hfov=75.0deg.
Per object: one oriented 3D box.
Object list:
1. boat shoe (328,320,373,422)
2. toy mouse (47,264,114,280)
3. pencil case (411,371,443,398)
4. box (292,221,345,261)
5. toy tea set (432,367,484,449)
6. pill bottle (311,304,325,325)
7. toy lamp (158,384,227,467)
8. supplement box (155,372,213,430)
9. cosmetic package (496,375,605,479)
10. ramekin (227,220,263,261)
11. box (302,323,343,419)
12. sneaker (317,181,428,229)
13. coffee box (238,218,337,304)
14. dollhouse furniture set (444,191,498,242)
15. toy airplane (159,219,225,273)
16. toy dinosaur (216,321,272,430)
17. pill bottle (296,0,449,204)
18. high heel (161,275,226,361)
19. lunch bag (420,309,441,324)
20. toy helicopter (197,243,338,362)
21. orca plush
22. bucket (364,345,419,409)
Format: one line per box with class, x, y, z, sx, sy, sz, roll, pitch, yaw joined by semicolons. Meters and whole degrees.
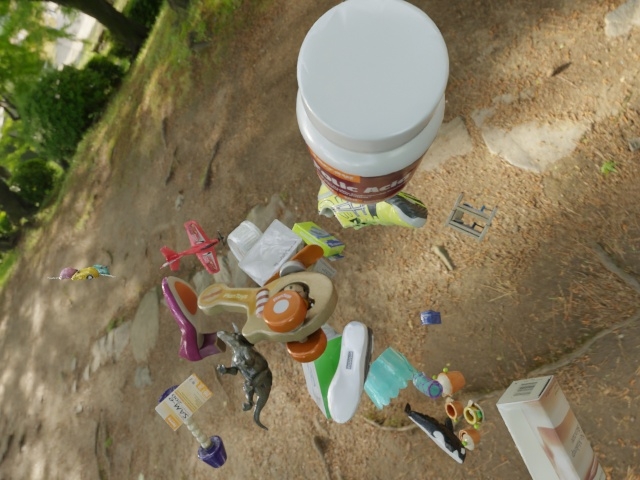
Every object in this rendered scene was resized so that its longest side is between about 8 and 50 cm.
boat shoe;0.105;0.404;1.286;0.108;0.102;0.300;-2;70;37
toy mouse;-0.637;0.084;1.130;0.143;0.161;0.031;-174;81;-70
pencil case;0.409;0.551;1.597;0.152;0.065;0.070;166;117;-79
box;0.000;0.000;1.412;0.178;0.109;0.042;35;111;21
toy tea set;0.577;0.722;1.796;0.199;0.125;0.335;110;144;-46
pill bottle;-0.071;0.205;1.440;0.222;0.121;0.121;20;98;14
toy lamp;-0.347;0.529;1.164;0.080;0.080;0.274;-3;122;44
supplement box;-0.281;0.332;0.862;0.062;0.098;0.036;48;155;0
cosmetic package;0.630;0.545;1.142;0.129;0.153;0.295;-31;82;43
ramekin;-0.309;0.027;1.801;0.207;0.109;0.207;40;152;26
box;0.018;0.441;1.470;0.231;0.127;0.261;-170;66;-72
sneaker;0.137;-0.090;1.173;0.385;0.145;0.146;29;104;49
coffee box;-0.086;0.083;1.238;0.119;0.297;0.168;37;85;29
dollhouse furniture set;0.522;-0.085;1.442;0.130;0.184;0.128;27;104;17
toy airplane;-0.285;0.025;0.930;0.151;0.151;0.028;-63;35;15
toy dinosaur;-0.190;0.377;1.188;0.121;0.160;0.313;-35;85;24
pill bottle;0.080;-0.198;0.704;0.225;0.392;0.223;0;85;5
high heel;-0.471;0.275;1.380;0.182;0.376;0.127;-14;32;10
lunch bag;0.508;0.352;1.912;0.067;0.099;0.065;-20;68;49
toy helicopter;-0.124;0.120;0.925;0.356;0.140;0.234;-2;45;30
orca plush;0.462;0.727;1.627;0.287;0.151;0.102;36;71;19
bucket;0.325;0.667;2.048;0.183;0.281;0.281;47;116;18
